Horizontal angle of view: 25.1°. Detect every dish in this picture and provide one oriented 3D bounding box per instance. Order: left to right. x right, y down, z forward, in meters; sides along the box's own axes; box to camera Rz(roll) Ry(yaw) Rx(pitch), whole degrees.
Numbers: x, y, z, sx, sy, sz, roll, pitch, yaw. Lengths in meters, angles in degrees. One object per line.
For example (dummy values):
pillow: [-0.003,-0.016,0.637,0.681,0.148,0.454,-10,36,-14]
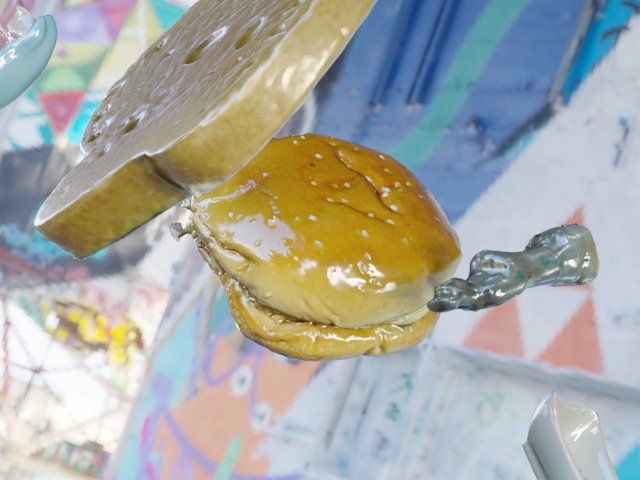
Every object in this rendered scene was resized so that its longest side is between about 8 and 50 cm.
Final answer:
dish: [0.313,0.293,1.704,0.151,0.077,0.212,28,33,-55]

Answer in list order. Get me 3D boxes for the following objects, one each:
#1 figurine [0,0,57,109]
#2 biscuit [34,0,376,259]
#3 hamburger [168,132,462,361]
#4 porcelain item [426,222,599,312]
figurine: [-0.182,-0.184,1.006,0.205,0.260,0.103,17,-35,32]
biscuit: [-0.089,-0.098,1.048,0.057,0.287,0.344,44,-13,-20]
hamburger: [0.000,0.000,1.619,0.314,0.170,0.290,-4,39,-30]
porcelain item: [0.189,0.039,1.488,0.216,0.069,0.081,-17,9,-37]
